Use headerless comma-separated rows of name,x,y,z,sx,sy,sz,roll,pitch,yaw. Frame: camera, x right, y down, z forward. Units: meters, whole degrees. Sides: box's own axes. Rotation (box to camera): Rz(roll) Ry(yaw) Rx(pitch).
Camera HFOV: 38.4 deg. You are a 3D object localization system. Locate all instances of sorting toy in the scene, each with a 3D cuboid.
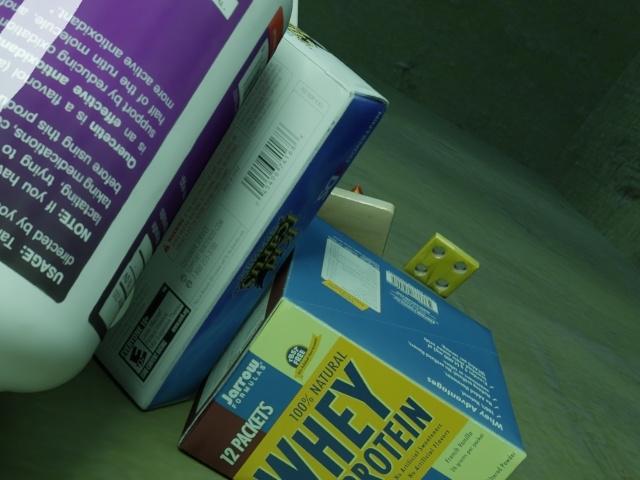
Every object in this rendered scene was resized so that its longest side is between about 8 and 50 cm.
sorting toy,0.000,0.000,0.815,0.274,0.132,0.046,16,37,6

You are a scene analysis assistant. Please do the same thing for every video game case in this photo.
video game case,-0.119,-0.061,0.662,0.244,0.269,0.061,43,20,22

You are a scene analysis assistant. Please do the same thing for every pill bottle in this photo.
pill bottle,-0.157,-0.052,0.474,0.181,0.323,0.181,24,-22,10

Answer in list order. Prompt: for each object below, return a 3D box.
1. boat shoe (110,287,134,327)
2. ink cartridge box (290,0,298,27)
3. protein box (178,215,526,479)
boat shoe,-0.262,-0.024,0.576,0.305,0.109,0.091,26,-7,-27
ink cartridge box,-0.182,-0.192,0.854,0.119,0.207,0.353,-10,17,-44
protein box,0.026,0.108,0.707,0.199,0.136,0.201,33,18,-8
